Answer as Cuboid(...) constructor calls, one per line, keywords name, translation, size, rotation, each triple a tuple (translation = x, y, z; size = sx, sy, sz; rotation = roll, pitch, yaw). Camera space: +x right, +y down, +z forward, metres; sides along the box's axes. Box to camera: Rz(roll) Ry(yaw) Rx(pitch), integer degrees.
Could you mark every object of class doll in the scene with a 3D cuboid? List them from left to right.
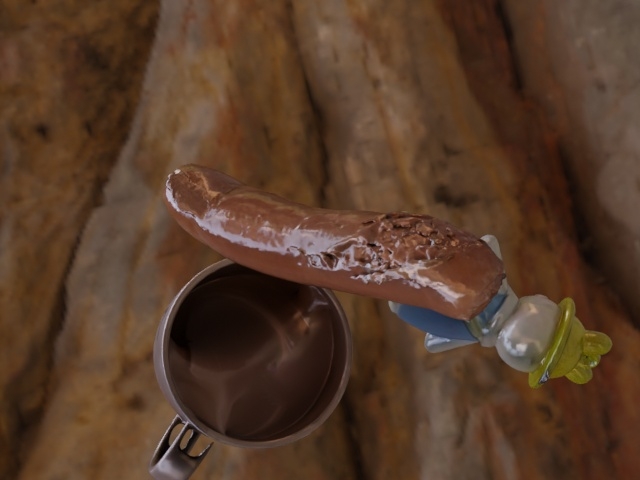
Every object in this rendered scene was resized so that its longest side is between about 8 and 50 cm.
Cuboid(name="doll", translation=(0.157, 0.065, 1.333), size=(0.135, 0.241, 0.099), rotation=(-63, -4, 8))

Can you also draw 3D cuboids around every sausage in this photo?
Cuboid(name="sausage", translation=(0.000, 0.000, 1.058), size=(0.304, 0.078, 0.078), rotation=(13, 130, 34))

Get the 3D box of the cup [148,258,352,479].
Cuboid(name="cup", translation=(-0.098, 0.144, 1.467), size=(0.191, 0.253, 0.200), rotation=(34, 167, -7))
